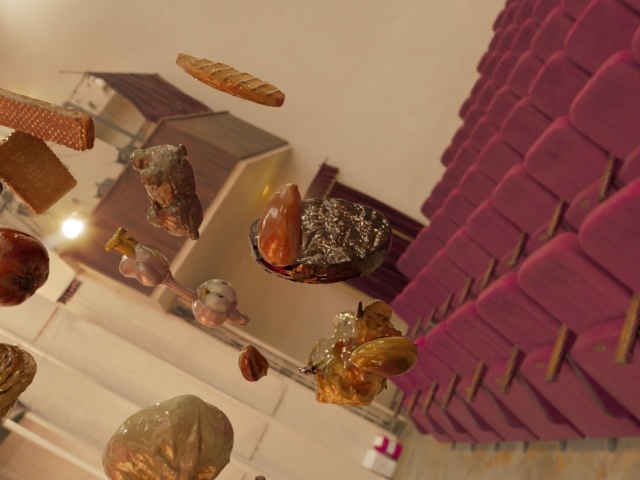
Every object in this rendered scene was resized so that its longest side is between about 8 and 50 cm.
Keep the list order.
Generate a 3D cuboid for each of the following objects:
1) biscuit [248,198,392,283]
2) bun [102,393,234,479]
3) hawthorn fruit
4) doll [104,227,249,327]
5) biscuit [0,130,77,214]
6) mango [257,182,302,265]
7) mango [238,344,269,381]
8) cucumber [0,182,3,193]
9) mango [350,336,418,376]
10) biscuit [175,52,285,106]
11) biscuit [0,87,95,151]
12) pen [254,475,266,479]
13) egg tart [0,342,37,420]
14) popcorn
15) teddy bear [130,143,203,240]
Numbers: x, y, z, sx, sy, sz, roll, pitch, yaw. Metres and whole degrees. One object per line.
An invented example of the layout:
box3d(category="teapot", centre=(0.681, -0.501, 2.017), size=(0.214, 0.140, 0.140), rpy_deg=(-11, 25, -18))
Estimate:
box3d(category="biscuit", centre=(0.000, 0.000, 1.639), size=(0.407, 0.408, 0.091), rpy_deg=(-57, -29, -57))
box3d(category="bun", centre=(-0.408, 0.601, 1.615), size=(0.219, 0.365, 0.365), rpy_deg=(64, 145, 37))
box3d(category="hawthorn fruit", centre=(-0.794, 0.051, 1.449), size=(0.196, 0.226, 0.196), rpy_deg=(-46, -24, -27))
box3d(category="doll", centre=(-0.322, 0.100, 1.334), size=(0.094, 0.365, 0.160), rpy_deg=(-57, 15, 7))
box3d(category="biscuit", centre=(-0.818, -0.199, 1.653), size=(0.160, 0.030, 0.249), rpy_deg=(-47, -37, -19))
box3d(category="mango", centre=(-0.076, -0.031, 1.094), size=(0.105, 0.084, 0.159), rpy_deg=(123, 147, -86))
box3d(category="mango", centre=(-0.185, 0.331, 1.571), size=(0.077, 0.063, 0.127), rpy_deg=(-46, -42, -31))
box3d(category="cucumber", centre=(-0.908, -0.148, 1.547), size=(0.112, 0.064, 0.064), rpy_deg=(17, -77, -52))
box3d(category="mango", centre=(0.151, 0.272, 1.359), size=(0.076, 0.161, 0.103), rpy_deg=(-105, 21, -48))
box3d(category="biscuit", centre=(-0.221, -0.420, 1.545), size=(0.040, 0.309, 0.204), rpy_deg=(-65, 31, 21))
box3d(category="biscuit", centre=(-0.736, -0.319, 1.498), size=(0.054, 0.379, 0.094), rpy_deg=(-41, -35, -57))
box3d(category="pen", centre=(-0.140, 0.599, 1.224), size=(0.028, 0.028, 0.239), rpy_deg=(-51, -28, -71))
box3d(category="egg tart", centre=(-0.781, 0.339, 1.293), size=(0.290, 0.291, 0.115), rpy_deg=(-57, -30, -57))
box3d(category="popcorn", centre=(0.107, 0.341, 1.665), size=(0.316, 0.281, 0.297), rpy_deg=(-33, 31, 26))
box3d(category="teddy bear", centre=(-0.400, -0.128, 1.550), size=(0.151, 0.236, 0.267), rpy_deg=(-19, -42, -22))
